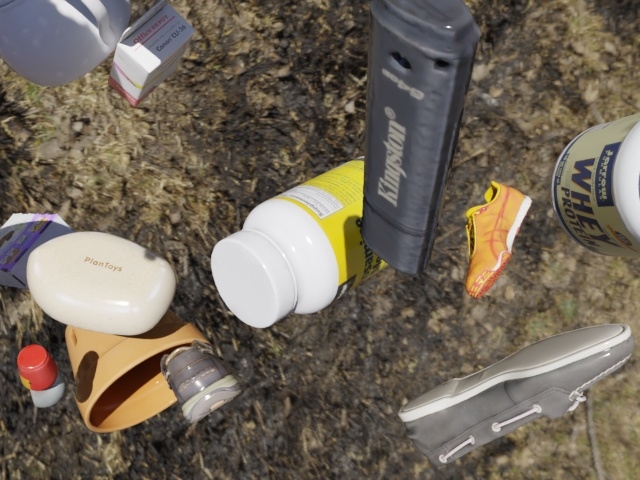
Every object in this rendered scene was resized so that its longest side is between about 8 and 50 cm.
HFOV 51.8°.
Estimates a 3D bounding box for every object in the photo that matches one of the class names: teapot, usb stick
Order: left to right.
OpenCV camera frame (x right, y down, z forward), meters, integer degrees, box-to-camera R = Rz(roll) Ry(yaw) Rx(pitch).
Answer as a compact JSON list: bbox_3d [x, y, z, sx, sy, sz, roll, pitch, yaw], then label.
[{"bbox_3d":[-0.445,-0.386,1.058,0.256,0.252,0.187,-21,145,14],"label":"teapot"},{"bbox_3d":[0.063,-0.063,0.483,0.045,0.077,0.278,-34,154,-17],"label":"usb stick"}]

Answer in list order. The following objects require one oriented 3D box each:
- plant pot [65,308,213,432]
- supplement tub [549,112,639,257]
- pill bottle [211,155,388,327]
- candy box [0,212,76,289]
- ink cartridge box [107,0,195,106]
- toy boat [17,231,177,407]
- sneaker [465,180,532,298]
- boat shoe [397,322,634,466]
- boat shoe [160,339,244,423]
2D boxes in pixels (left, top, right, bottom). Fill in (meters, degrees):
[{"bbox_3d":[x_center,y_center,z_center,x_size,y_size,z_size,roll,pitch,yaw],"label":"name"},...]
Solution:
[{"bbox_3d":[-0.402,0.235,1.400,0.291,0.203,0.290,-32,154,-18],"label":"plant pot"},{"bbox_3d":[0.524,-0.085,1.012,0.236,0.325,0.235,0,91,-4],"label":"supplement tub"},{"bbox_3d":[0.000,0.000,1.042,0.334,0.188,0.187,-30,113,-39],"label":"pill bottle"},{"bbox_3d":[-0.670,0.020,1.477,0.070,0.196,0.164,56,52,-37],"label":"candy box"},{"bbox_3d":[-0.277,-0.309,1.083,0.067,0.198,0.115,43,68,-11],"label":"ink cartridge box"},{"bbox_3d":[-0.418,0.130,1.152,0.268,0.148,0.318,20,53,5],"label":"toy boat"},{"bbox_3d":[0.195,0.000,0.780,0.175,0.068,0.064,-58,169,-41],"label":"sneaker"},{"bbox_3d":[0.258,0.206,0.859,0.095,0.335,0.112,60,31,2],"label":"boat shoe"},{"bbox_3d":[-0.224,0.249,1.238,0.132,0.355,0.130,-30,86,-18],"label":"boat shoe"}]
